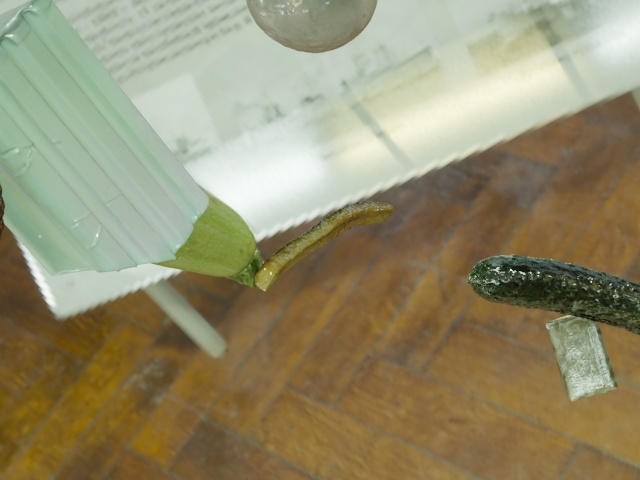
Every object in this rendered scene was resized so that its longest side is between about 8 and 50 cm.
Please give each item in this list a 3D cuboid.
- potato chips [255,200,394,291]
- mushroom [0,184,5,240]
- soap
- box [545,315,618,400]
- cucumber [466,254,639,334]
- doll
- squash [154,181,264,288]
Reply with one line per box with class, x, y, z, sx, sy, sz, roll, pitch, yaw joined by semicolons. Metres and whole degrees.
potato chips;0.000;0.000;1.293;0.037;0.026;0.204;30;34;25
mushroom;-0.300;-0.027;1.113;0.085;0.109;0.126;-9;91;18
soap;-0.254;-0.082;1.351;0.095;0.289;0.172;-14;36;38
box;0.306;0.134;1.587;0.062;0.098;0.045;-15;5;6
cucumber;0.264;0.052;1.476;0.067;0.245;0.067;-166;90;-69
doll;0.012;-0.296;1.343;0.151;0.151;0.287;-63;3;-25
squash;-0.159;-0.018;1.743;0.137;0.287;0.137;-9;75;33
